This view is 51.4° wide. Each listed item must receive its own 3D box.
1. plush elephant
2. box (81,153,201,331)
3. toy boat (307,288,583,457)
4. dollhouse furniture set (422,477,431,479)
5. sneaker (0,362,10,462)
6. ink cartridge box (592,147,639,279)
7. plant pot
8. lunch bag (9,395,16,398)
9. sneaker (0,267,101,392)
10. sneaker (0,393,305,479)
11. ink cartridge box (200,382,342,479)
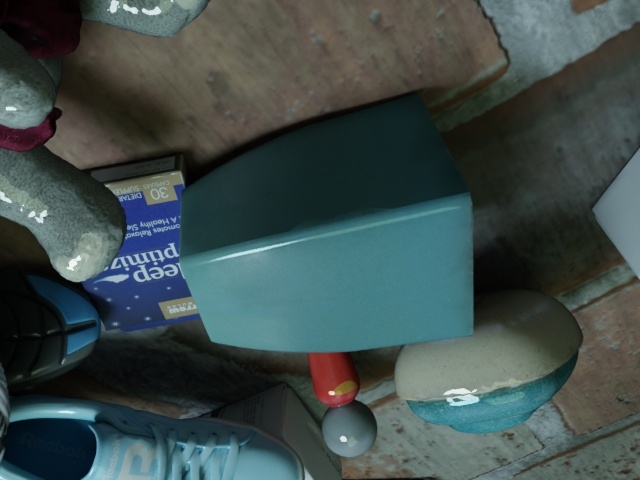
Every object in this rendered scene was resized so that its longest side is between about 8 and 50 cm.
[{"bbox_3d":[-0.230,-0.126,0.376,0.330,0.255,0.271,27,97,-18],"label":"plush elephant"},{"bbox_3d":[-0.178,0.022,0.684,0.137,0.036,0.225,-11,133,0],"label":"box"},{"bbox_3d":[0.131,0.153,0.740,0.318,0.148,0.267,-17,178,28],"label":"toy boat"},{"bbox_3d":[0.084,0.537,1.099,0.198,0.151,0.301,2,130,-11],"label":"dollhouse furniture set"},{"bbox_3d":[-0.369,0.075,0.490,0.137,0.210,0.365,0,99,25],"label":"sneaker"},{"bbox_3d":[0.448,-0.079,0.642,0.211,0.121,0.289,11,128,-18],"label":"ink cartridge box"},{"bbox_3d":[0.000,0.000,0.604,0.234,0.165,0.165,-12,132,0],"label":"plant pot"},{"bbox_3d":[-0.427,0.312,0.846,0.224,0.107,0.279,21,125,-25],"label":"lunch bag"},{"bbox_3d":[-0.388,0.121,0.702,0.341,0.125,0.139,-10,153,2],"label":"sneaker"},{"bbox_3d":[-0.190,0.243,0.699,0.366,0.135,0.150,9,166,-8],"label":"sneaker"},{"bbox_3d":[-0.110,0.319,0.888,0.237,0.100,0.172,-24,116,12],"label":"ink cartridge box"}]
